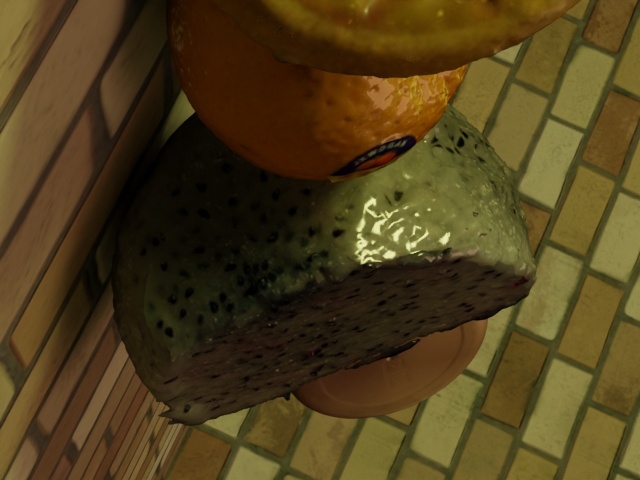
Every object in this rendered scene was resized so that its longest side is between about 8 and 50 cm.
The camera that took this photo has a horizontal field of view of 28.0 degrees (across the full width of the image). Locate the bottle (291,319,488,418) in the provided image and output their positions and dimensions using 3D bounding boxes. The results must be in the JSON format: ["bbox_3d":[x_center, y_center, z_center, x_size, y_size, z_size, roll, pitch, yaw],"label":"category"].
[{"bbox_3d":[0.000,0.000,1.097,0.206,0.173,0.297,-45,-135,23],"label":"bottle"}]

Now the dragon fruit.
[{"bbox_3d":[-0.023,-0.022,0.857,0.283,0.204,0.221,-25,160,13],"label":"dragon fruit"}]

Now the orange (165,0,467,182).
[{"bbox_3d":[0.001,-0.121,0.688,0.177,0.155,0.177,-27,137,-28],"label":"orange"}]

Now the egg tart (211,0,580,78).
[{"bbox_3d":[0.024,-0.173,0.517,0.147,0.202,0.202,-99,-148,-73],"label":"egg tart"}]
